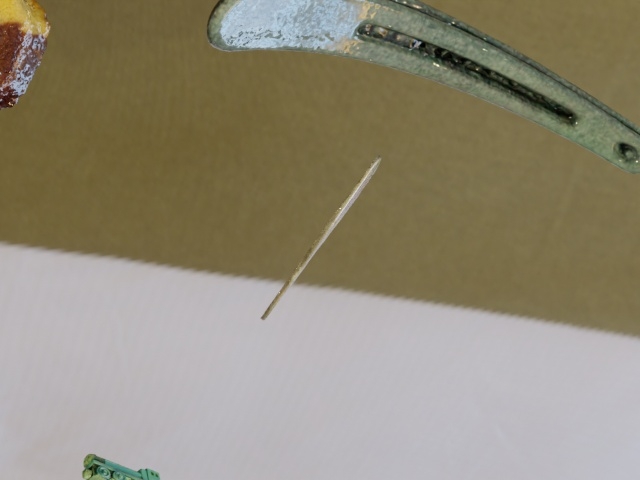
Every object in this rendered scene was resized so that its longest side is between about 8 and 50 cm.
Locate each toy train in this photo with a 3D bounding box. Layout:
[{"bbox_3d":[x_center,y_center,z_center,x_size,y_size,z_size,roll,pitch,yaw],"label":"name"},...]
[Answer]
[{"bbox_3d":[-0.189,0.230,1.451,0.092,0.045,0.029,28,115,-32],"label":"toy train"}]

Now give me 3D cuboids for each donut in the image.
[{"bbox_3d":[-0.339,-0.198,1.500,0.140,0.140,0.059,-19,175,3],"label":"donut"}]

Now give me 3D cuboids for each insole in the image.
[{"bbox_3d":[0.000,0.000,1.213,0.006,0.065,0.193,37,127,2],"label":"insole"}]

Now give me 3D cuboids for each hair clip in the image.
[{"bbox_3d":[0.053,-0.080,0.655,0.229,0.070,0.039,16,126,-25],"label":"hair clip"}]
